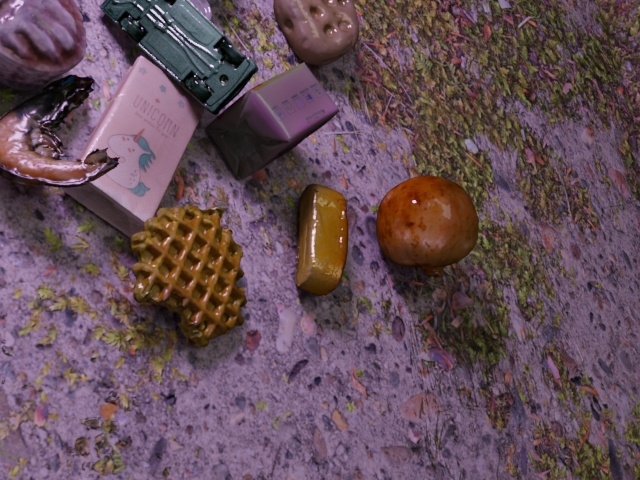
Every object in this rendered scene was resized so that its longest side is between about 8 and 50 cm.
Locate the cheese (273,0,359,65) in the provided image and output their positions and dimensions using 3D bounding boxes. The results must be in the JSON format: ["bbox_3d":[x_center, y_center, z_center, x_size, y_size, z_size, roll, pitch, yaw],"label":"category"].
[{"bbox_3d":[-0.014,-0.525,2.161,0.218,0.117,0.235,31,52,-26],"label":"cheese"}]

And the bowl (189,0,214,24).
[{"bbox_3d":[-0.282,-0.462,1.908,0.189,0.086,0.189,20,57,-34],"label":"bowl"}]

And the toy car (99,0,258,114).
[{"bbox_3d":[-0.270,-0.396,1.805,0.320,0.141,0.097,43,2,4],"label":"toy car"}]

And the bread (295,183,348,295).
[{"bbox_3d":[0.000,0.000,1.923,0.094,0.102,0.245,18,56,-27],"label":"bread"}]

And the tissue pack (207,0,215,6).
[{"bbox_3d":[-0.279,-0.689,2.012,0.228,0.103,0.316,33,51,-27],"label":"tissue pack"}]

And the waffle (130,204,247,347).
[{"bbox_3d":[-0.231,0.064,1.672,0.291,0.051,0.291,20,64,-49],"label":"waffle"}]

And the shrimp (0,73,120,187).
[{"bbox_3d":[-0.434,-0.187,1.587,0.222,0.054,0.290,21,47,8],"label":"shrimp"}]

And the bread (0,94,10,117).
[{"bbox_3d":[-0.620,-0.261,1.534,0.193,0.036,0.112,47,47,-13],"label":"bread"}]

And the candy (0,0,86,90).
[{"bbox_3d":[-0.545,-0.392,1.582,0.289,0.157,0.214,45,50,-23],"label":"candy"}]

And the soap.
[{"bbox_3d":[-0.098,-0.246,1.895,0.138,0.182,0.199,56,43,-4],"label":"soap"}]

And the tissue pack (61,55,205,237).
[{"bbox_3d":[-0.341,-0.178,1.719,0.170,0.071,0.325,36,48,-23],"label":"tissue pack"}]

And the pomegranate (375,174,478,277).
[{"bbox_3d":[0.240,-0.032,2.069,0.248,0.248,0.248,20,57,-34],"label":"pomegranate"}]
